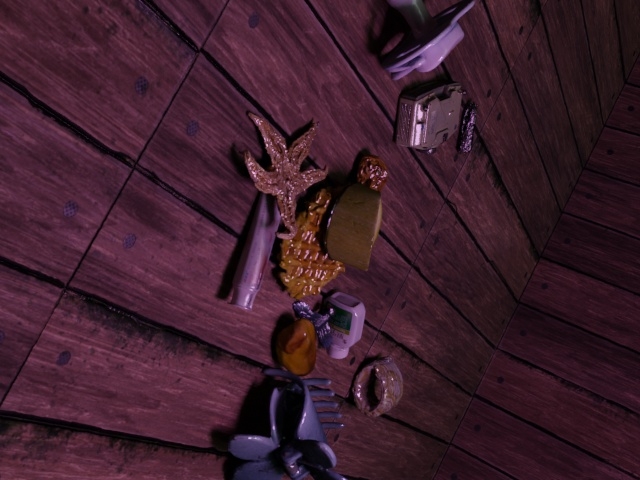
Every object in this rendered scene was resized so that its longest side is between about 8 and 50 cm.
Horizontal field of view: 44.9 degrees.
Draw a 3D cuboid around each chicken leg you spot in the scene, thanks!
[{"bbox_3d":[0.129,-0.131,2.082,0.101,0.085,0.207,-83,-178,-54],"label":"chicken leg"}]

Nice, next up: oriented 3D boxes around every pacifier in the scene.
[{"bbox_3d":[0.229,-0.540,1.891,0.299,0.244,0.233,-48,115,-35],"label":"pacifier"}]

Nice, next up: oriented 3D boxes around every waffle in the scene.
[{"bbox_3d":[0.000,0.000,1.986,0.325,0.068,0.302,-46,145,-33],"label":"waffle"}]

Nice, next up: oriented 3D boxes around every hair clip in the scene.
[{"bbox_3d":[-0.063,0.516,2.052,0.318,0.392,0.238,74,24,-45],"label":"hair clip"}]

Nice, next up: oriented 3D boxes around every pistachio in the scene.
[{"bbox_3d":[-0.062,0.273,2.052,0.110,0.100,0.189,-64,155,-47],"label":"pistachio"}]

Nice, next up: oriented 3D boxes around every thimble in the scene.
[{"bbox_3d":[0.191,0.477,2.547,0.143,0.137,0.190,6,94,-59],"label":"thimble"}]

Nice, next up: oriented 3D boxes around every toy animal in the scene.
[{"bbox_3d":[-0.009,0.221,2.125,0.108,0.062,0.220,-49,133,-23],"label":"toy animal"}]

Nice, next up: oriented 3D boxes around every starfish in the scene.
[{"bbox_3d":[-0.077,-0.168,1.748,0.302,0.060,0.299,-39,120,-51],"label":"starfish"}]

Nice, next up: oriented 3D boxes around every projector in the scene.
[{"bbox_3d":[0.317,-0.347,2.221,0.269,0.088,0.193,-27,129,-47],"label":"projector"}]

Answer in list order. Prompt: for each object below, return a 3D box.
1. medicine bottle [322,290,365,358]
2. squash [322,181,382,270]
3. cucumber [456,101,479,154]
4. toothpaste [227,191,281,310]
[{"bbox_3d":[0.059,0.242,2.192,0.069,0.119,0.183,-32,137,-49],"label":"medicine bottle"},{"bbox_3d":[0.111,-0.035,1.961,0.220,0.133,0.220,-47,146,-48],"label":"squash"},{"bbox_3d":[0.475,-0.359,2.502,0.053,0.053,0.181,-24,127,-49],"label":"cucumber"},{"bbox_3d":[-0.138,-0.002,1.773,0.100,0.066,0.323,27,79,-57],"label":"toothpaste"}]
